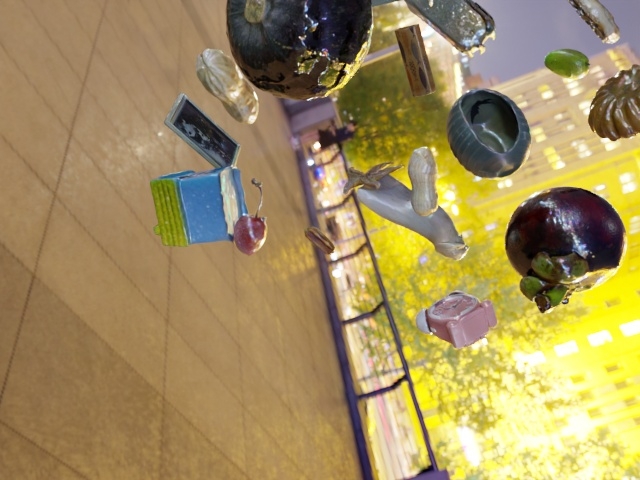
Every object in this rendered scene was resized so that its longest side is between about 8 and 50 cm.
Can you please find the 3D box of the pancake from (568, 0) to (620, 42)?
[{"bbox_3d":[0.878,-0.806,2.071,0.382,0.071,0.382,33,33,-25],"label":"pancake"}]

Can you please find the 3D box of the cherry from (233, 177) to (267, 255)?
[{"bbox_3d":[-0.187,-0.063,1.695,0.107,0.090,0.225,-123,-138,-70],"label":"cherry"}]

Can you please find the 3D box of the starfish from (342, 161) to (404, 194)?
[{"bbox_3d":[0.156,-0.210,2.025,0.240,0.228,0.043,39,-34,59],"label":"starfish"}]

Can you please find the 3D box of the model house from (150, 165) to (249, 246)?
[{"bbox_3d":[-0.409,-0.106,2.017,0.215,0.304,0.237,-77,159,-74],"label":"model house"}]

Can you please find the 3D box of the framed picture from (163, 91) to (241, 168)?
[{"bbox_3d":[-0.396,-0.367,2.137,0.296,0.019,0.232,41,31,-26],"label":"framed picture"}]

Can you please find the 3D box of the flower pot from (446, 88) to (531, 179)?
[{"bbox_3d":[0.410,-0.260,1.515,0.157,0.190,0.242,73,0,-57],"label":"flower pot"}]

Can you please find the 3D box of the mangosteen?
[{"bbox_3d":[0.645,0.030,1.621,0.306,0.306,0.359,62,26,-48],"label":"mangosteen"}]

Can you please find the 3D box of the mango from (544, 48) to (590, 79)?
[{"bbox_3d":[0.965,-0.691,2.423,0.179,0.100,0.119,25,-34,31],"label":"mango"}]

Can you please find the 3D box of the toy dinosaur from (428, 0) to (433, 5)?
[{"bbox_3d":[0.281,-0.712,1.441,0.092,0.206,0.392,47,-17,38],"label":"toy dinosaur"}]

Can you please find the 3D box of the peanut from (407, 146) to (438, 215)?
[{"bbox_3d":[0.296,-0.166,1.779,0.087,0.087,0.206,-94,176,-65],"label":"peanut"}]

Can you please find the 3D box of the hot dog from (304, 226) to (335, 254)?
[{"bbox_3d":[0.000,0.000,1.941,0.122,0.049,0.037,43,23,-17],"label":"hot dog"}]

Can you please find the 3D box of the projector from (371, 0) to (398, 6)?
[{"bbox_3d":[0.259,-0.862,2.009,0.250,0.198,0.108,13,-43,53],"label":"projector"}]

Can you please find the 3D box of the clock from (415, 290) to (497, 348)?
[{"bbox_3d":[0.340,0.199,1.558,0.162,0.166,0.092,21,-45,60],"label":"clock"}]

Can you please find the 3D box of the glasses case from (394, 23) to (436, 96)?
[{"bbox_3d":[0.233,-0.444,1.531,0.065,0.041,0.169,8,-55,49],"label":"glasses case"}]

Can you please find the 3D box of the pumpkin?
[{"bbox_3d":[-0.059,-0.613,1.717,0.344,0.455,0.454,-11,79,-45],"label":"pumpkin"}]

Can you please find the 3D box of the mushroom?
[{"bbox_3d":[0.313,-0.076,2.015,0.177,0.397,0.126,-36,152,-51],"label":"mushroom"}]

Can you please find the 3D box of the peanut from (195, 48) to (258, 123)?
[{"bbox_3d":[-0.320,-0.536,2.176,0.313,0.149,0.149,52,19,-48],"label":"peanut"}]

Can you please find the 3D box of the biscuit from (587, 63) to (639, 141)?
[{"bbox_3d":[0.992,-0.453,1.936,0.107,0.326,0.325,43,19,-25],"label":"biscuit"}]

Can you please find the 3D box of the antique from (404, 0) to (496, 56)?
[{"bbox_3d":[0.382,-0.658,1.796,0.284,0.125,0.150,45,17,13],"label":"antique"}]
